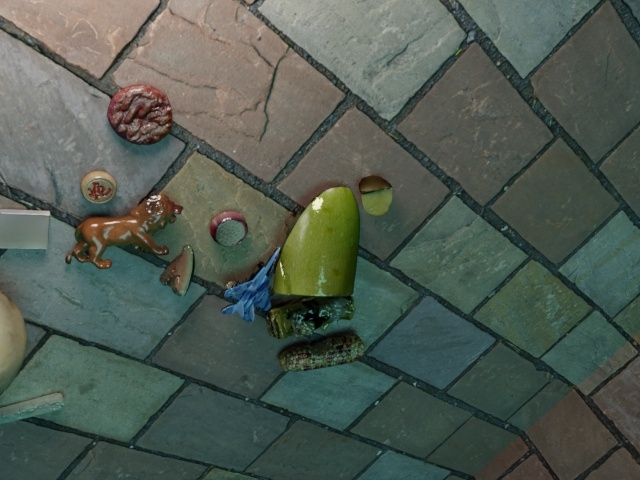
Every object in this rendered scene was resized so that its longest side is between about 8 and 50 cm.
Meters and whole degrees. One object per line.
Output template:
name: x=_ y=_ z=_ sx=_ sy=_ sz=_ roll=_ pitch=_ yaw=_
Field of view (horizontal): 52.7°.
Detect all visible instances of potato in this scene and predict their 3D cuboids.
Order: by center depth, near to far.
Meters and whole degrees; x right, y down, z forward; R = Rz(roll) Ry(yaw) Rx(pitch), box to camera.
potato: x=0.154 y=-0.125 z=1.848 sx=0.096 sy=0.066 sz=0.103 roll=-4 pitch=132 yaw=-5

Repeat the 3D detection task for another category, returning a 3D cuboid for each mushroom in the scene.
mushroom: x=-0.880 y=0.262 z=1.514 sx=0.356 sy=0.315 sz=0.315 roll=-42 pitch=131 yaw=10

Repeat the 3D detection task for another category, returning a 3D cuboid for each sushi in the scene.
sushi: x=-0.023 y=0.239 z=1.985 sx=0.291 sy=0.131 sz=0.139 roll=-13 pitch=102 yaw=-27

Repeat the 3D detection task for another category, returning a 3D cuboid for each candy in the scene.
candy: x=-0.247 y=-0.030 z=1.747 sx=0.103 sy=0.043 sz=0.103 roll=-13 pitch=129 yaw=-16

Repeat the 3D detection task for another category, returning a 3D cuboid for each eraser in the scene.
eraser: x=-0.727 y=-0.026 z=1.540 sx=0.151 sy=0.023 sz=0.103 roll=2 pitch=124 yaw=-26

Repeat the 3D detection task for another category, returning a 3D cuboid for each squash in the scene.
squash: x=0.000 y=0.000 z=1.844 sx=0.234 sy=0.210 sz=0.308 roll=1 pitch=91 yaw=-41

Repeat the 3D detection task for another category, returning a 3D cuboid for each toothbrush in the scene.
toothbrush: x=-0.176 y=0.186 z=1.957 sx=0.294 sy=0.026 sz=0.028 roll=34 pitch=91 yaw=-39

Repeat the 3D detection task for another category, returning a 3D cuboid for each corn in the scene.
corn: x=0.005 y=0.375 z=2.141 sx=0.290 sy=0.098 sz=0.098 roll=-7 pitch=127 yaw=-15

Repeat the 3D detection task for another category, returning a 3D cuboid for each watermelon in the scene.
watermelon: x=-0.376 y=0.092 z=1.763 sx=0.080 sy=0.101 sz=0.155 roll=31 pitch=99 yaw=-26

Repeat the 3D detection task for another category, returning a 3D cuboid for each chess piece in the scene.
chess piece: x=-0.530 y=-0.127 z=1.545 sx=0.084 sy=0.038 sz=0.083 roll=-11 pitch=129 yaw=-15

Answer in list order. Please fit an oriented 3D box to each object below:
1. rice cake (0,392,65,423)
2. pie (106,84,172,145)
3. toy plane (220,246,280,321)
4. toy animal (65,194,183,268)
rice cake: x=-0.862 y=0.491 z=1.855 sx=0.246 sy=0.045 sz=0.042 roll=-13 pitch=126 yaw=-15
pie: x=-0.410 y=-0.287 z=1.481 sx=0.155 sy=0.036 sz=0.154 roll=-13 pitch=130 yaw=-16
toy plane: x=-0.183 y=0.121 z=1.861 sx=0.169 sy=0.078 sz=0.246 roll=24 pitch=93 yaw=-39
toy animal: x=-0.494 y=-0.025 z=1.616 sx=0.313 sy=0.097 sz=0.157 roll=-12 pitch=117 yaw=-14
